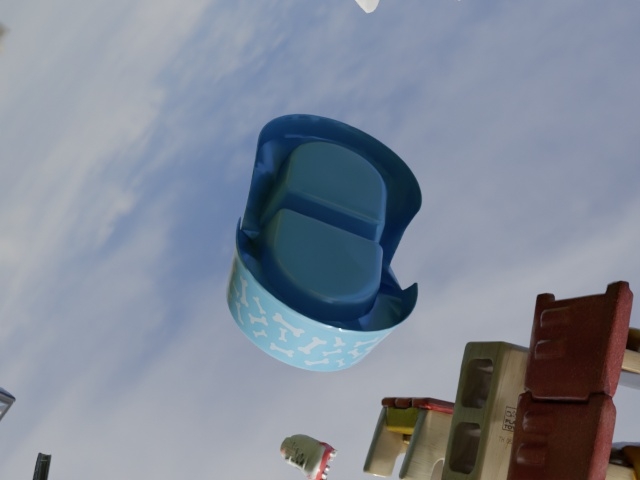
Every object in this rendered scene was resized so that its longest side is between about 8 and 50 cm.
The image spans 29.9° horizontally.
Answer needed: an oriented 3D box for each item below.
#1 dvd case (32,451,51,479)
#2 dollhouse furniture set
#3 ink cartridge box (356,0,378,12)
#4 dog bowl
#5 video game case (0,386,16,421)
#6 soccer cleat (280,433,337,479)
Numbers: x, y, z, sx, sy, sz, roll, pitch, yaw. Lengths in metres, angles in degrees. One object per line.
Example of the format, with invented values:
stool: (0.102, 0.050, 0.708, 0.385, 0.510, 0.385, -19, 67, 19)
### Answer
dvd case: (-0.284, 0.339, 1.136, 0.164, 0.018, 0.221, -101, -158, -61)
dollhouse furniture set: (0.204, 0.140, 0.939, 0.374, 0.201, 0.152, 162, -59, -69)
ink cartridge box: (0.021, -0.152, 0.393, 0.061, 0.181, 0.104, 18, -97, 30)
dog bowl: (0.000, 0.000, 1.079, 0.297, 0.166, 0.074, -82, -164, -53)
video game case: (-0.506, 0.246, 1.385, 0.035, 0.275, 0.248, 30, -99, 28)
soccer cleat: (-0.010, 0.147, 0.817, 0.083, 0.036, 0.029, 129, -18, -84)
